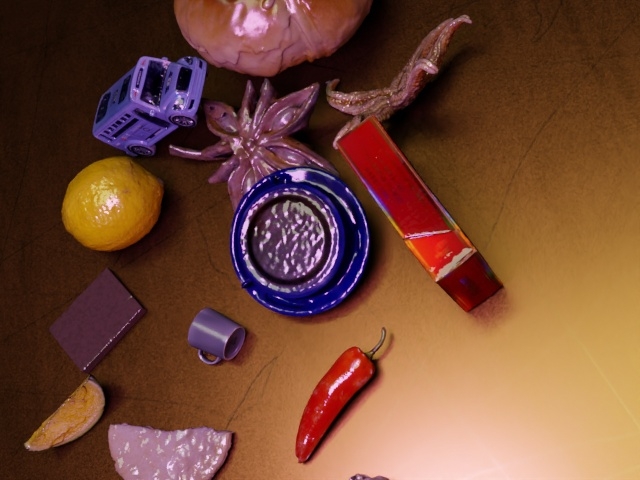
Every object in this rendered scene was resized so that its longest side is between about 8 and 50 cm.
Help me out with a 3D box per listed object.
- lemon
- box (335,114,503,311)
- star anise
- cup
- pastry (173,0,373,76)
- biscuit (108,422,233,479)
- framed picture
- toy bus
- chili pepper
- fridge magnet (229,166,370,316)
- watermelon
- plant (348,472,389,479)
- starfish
[{"bbox_3d":[-0.403,-0.070,1.930,0.193,0.180,0.181,-24,62,36],"label":"lemon"},{"bbox_3d":[0.165,-0.043,1.674,0.089,0.197,0.313,-37,62,6],"label":"box"},{"bbox_3d":[-0.120,-0.176,1.879,0.349,0.109,0.292,-34,67,24],"label":"star anise"},{"bbox_3d":[-0.189,0.182,1.810,0.077,0.078,0.100,24,115,23],"label":"cup"},{"bbox_3d":[-0.090,-0.498,1.881,0.409,0.245,0.410,-8,48,9],"label":"pastry"},{"bbox_3d":[-0.277,0.395,1.783,0.250,0.032,0.133,-1,70,21],"label":"biscuit"},{"bbox_3d":[-0.434,0.155,1.940,0.168,0.023,0.128,-47,62,0],"label":"framed picture"},{"bbox_3d":[-0.330,-0.267,1.929,0.292,0.133,0.126,-21,55,54],"label":"toy bus"},{"bbox_3d":[0.028,0.258,1.699,0.071,0.063,0.272,36,89,41],"label":"chili pepper"},{"bbox_3d":[-0.041,0.001,1.762,0.265,0.112,0.266,0,89,18],"label":"fridge magnet"},{"bbox_3d":[-0.468,0.312,1.861,0.181,0.092,0.075,-48,47,8],"label":"watermelon"},{"bbox_3d":[0.080,0.427,1.583,0.116,0.122,0.104,20,90,19],"label":"plant"},{"bbox_3d":[0.129,-0.282,1.808,0.327,0.094,0.375,-16,28,45],"label":"starfish"}]
